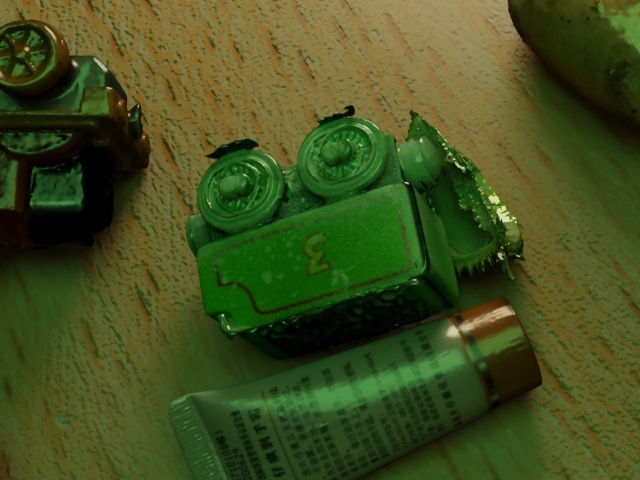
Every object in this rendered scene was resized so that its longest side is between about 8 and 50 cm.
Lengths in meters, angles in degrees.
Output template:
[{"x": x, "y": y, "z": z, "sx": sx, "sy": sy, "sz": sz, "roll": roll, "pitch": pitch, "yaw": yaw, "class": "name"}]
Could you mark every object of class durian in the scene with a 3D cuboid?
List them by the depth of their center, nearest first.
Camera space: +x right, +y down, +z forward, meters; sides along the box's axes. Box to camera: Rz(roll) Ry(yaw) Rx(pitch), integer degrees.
[{"x": 0.132, "y": -0.025, "z": 1.286, "sx": 0.086, "sy": 0.100, "sz": 0.215, "roll": -27, "pitch": 54, "yaw": -4, "class": "durian"}]

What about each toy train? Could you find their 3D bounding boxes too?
[{"x": 0.000, "y": 0.000, "z": 1.260, "sx": 0.243, "sy": 0.132, "sz": 0.188, "roll": -17, "pitch": 65, "yaw": 16, "class": "toy train"}, {"x": -0.350, "y": -0.079, "z": 1.338, "sx": 0.369, "sy": 0.163, "sz": 0.232, "roll": 1, "pitch": 77, "yaw": 6, "class": "toy train"}]

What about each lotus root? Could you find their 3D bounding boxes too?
[{"x": 0.298, "y": -0.199, "z": 1.333, "sx": 0.160, "sy": 0.146, "sz": 0.284, "roll": -45, "pitch": 69, "yaw": 4, "class": "lotus root"}]

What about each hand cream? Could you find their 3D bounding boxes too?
[{"x": 0.036, "y": 0.152, "z": 1.218, "sx": 0.314, "sy": 0.089, "sz": 0.140, "roll": -20, "pitch": 91, "yaw": -5, "class": "hand cream"}]
